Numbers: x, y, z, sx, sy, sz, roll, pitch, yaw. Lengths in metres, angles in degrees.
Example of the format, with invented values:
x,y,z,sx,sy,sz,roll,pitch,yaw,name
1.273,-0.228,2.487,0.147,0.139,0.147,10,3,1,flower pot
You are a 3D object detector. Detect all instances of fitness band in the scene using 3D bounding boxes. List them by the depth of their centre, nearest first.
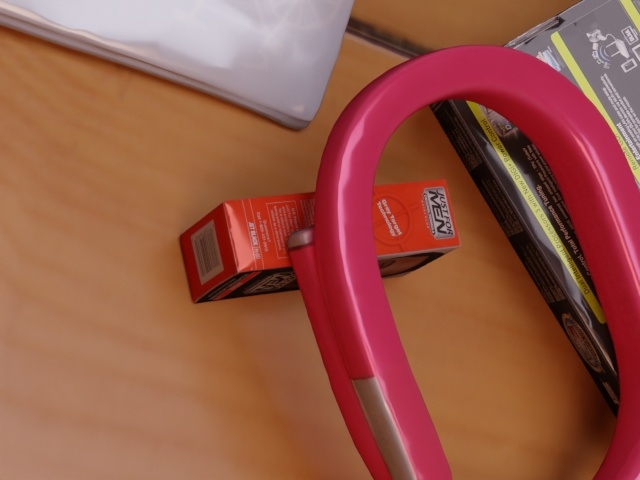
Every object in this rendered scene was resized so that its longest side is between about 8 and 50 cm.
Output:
x,y,z,sx,sy,sz,roll,pitch,yaw,name
0.099,0.037,0.875,0.209,0.054,0.291,-21,94,-29,fitness band

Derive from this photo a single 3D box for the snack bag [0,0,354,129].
x,y,z,sx,sy,sz,roll,pitch,yaw,name
-0.091,-0.259,0.908,0.323,0.037,0.342,16,90,-22,snack bag

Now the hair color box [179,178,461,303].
x,y,z,sx,sy,sz,roll,pitch,yaw,name
0.000,0.000,0.900,0.141,0.072,0.043,-7,78,-27,hair color box

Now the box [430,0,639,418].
x,y,z,sx,sy,sz,roll,pitch,yaw,name
0.226,-0.031,0.982,0.216,0.060,0.270,-31,88,-6,box
